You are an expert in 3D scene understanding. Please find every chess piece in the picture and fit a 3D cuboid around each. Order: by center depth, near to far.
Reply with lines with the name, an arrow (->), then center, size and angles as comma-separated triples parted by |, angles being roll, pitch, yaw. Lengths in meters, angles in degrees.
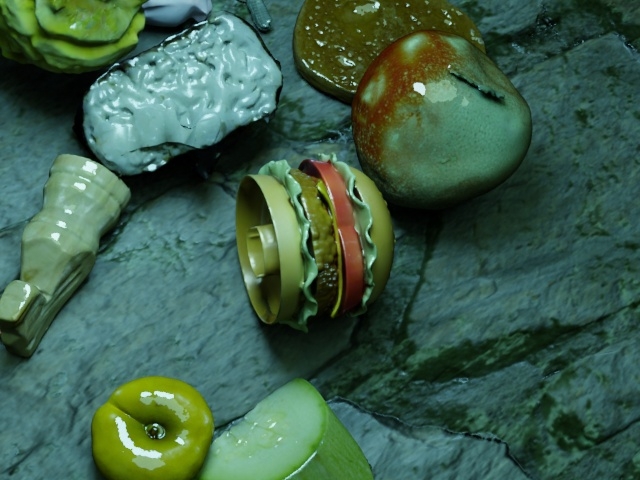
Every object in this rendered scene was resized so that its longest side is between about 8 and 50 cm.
chess piece -> -0.402, 0.026, 1.442 | 0.137, 0.137, 0.300 | 21, 66, -4

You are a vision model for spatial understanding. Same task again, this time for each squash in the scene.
squash -> -0.040, 0.359, 1.437 | 0.237, 0.155, 0.204 | -39, 43, -24

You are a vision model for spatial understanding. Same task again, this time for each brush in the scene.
brush -> -0.153, -0.530, 1.792 | 0.070, 0.051, 0.323 | -16, 71, -22

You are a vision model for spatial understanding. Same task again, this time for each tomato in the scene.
tomato -> 0.196, -0.194, 1.580 | 0.304, 0.303, 0.239 | 7, 21, -11

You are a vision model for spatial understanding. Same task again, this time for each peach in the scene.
peach -> -0.243, 0.279, 1.375 | 0.179, 0.103, 0.179 | 4, 61, -7

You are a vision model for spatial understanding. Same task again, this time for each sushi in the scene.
sushi -> -0.224, -0.215, 1.556 | 0.349, 0.207, 0.234 | -25, 100, -11

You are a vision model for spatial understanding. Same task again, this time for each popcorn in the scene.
popcorn -> -0.393, -0.393, 1.455 | 0.293, 0.237, 0.292 | -4, 97, -33

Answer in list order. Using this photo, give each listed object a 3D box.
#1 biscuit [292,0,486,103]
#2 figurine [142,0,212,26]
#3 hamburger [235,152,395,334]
biscuit -> 0.127, -0.338, 1.770 | 0.368, 0.063, 0.314 | 14, 67, -6
figurine -> -0.326, -0.440, 1.666 | 0.276, 0.200, 0.133 | -3, 108, -13
hamburger -> 0.000, 0.000, 1.469 | 0.212, 0.274, 0.274 | -9, 69, -19
